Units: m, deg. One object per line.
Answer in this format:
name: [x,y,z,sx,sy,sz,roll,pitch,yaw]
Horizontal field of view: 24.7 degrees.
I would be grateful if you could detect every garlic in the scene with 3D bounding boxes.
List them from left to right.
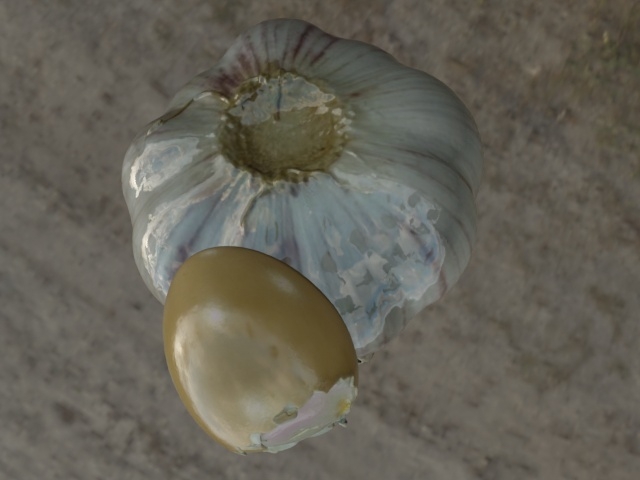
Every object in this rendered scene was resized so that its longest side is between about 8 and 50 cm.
garlic: [0.000,0.000,1.013,0.245,0.245,0.253,8,145,19]

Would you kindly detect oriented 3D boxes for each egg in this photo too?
egg: [-0.029,0.047,0.646,0.096,0.080,0.080,57,138,22]
